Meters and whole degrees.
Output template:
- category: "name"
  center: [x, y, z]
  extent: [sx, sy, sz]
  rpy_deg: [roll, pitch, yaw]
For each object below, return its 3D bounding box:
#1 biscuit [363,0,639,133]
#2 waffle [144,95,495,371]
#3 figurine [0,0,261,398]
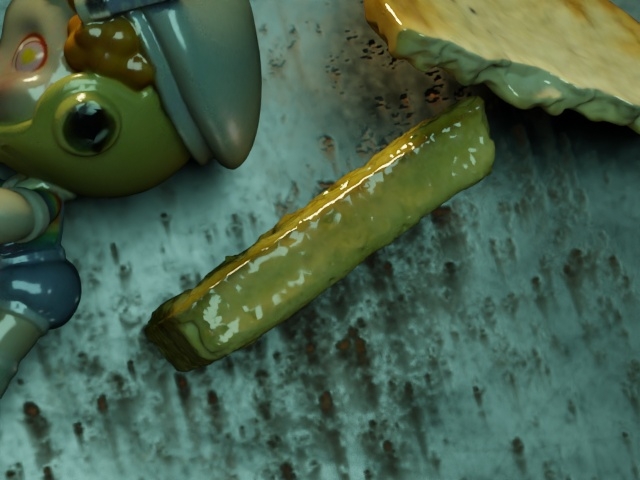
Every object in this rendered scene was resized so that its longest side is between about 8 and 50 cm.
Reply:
- category: "biscuit"
  center: [0.146, -0.164, 1.133]
  extent: [0.309, 0.040, 0.204]
  rpy_deg: [9, 37, -32]
- category: "waffle"
  center: [0.000, 0.000, 1.071]
  extent: [0.274, 0.168, 0.057]
  rpy_deg: [-35, 93, -17]
- category: "figurine"
  center: [-0.180, -0.050, 1.072]
  extent: [0.205, 0.224, 0.382]
  rpy_deg: [28, 99, -26]
